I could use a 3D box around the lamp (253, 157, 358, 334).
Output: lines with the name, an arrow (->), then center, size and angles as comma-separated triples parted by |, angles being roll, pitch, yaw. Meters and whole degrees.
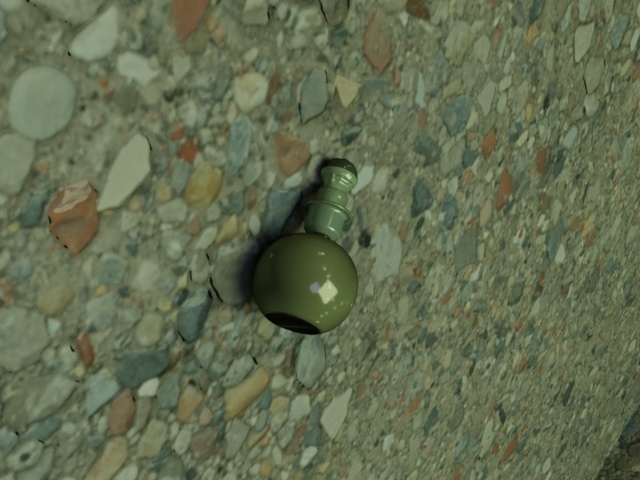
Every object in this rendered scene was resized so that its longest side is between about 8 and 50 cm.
lamp -> 0.000, 0.000, 0.747 | 0.091, 0.091, 0.163 | 49, 53, -51
